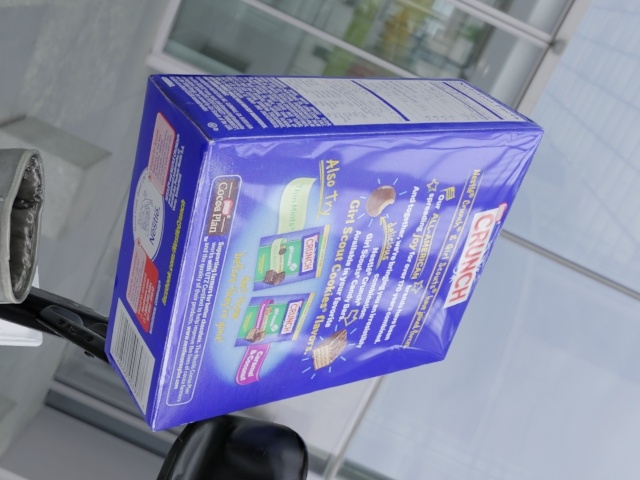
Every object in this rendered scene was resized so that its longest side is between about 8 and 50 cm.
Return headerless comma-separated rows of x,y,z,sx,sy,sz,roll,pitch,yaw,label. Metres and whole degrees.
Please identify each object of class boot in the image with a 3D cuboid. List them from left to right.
-0.289,-0.054,0.574,0.076,0.209,0.189,-14,104,-76,boot

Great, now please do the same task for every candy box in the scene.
0.000,0.000,0.740,0.122,0.317,0.268,49,-47,42,candy box

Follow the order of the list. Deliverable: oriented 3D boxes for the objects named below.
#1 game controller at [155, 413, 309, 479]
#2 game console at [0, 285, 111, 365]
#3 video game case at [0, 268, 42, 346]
-0.112,0.292,0.696,0.167,0.067,0.319,3,-117,42,game controller
-0.266,0.092,0.902,0.361,0.213,0.043,15,-100,48,game console
-0.436,0.063,1.106,0.019,0.157,0.143,-36,-124,42,video game case
